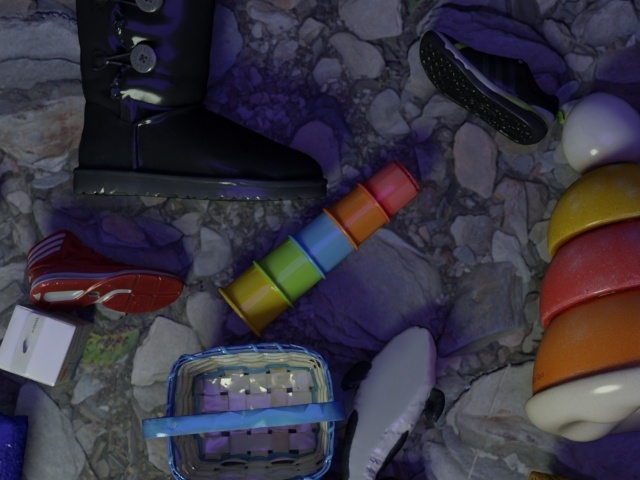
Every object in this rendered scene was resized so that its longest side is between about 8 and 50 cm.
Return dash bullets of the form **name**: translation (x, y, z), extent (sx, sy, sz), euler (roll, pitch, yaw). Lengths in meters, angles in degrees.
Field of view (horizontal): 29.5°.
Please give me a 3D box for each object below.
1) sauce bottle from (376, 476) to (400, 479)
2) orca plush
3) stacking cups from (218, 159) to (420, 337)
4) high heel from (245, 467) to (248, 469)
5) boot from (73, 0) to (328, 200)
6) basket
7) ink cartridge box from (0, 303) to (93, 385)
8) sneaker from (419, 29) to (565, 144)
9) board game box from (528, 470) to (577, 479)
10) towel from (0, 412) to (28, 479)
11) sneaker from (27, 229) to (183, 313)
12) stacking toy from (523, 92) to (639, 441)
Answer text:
- **sauce bottle**: translation (-0.036, 0.392, 1.654), extent (0.345, 0.111, 0.111), euler (-7, 88, -32)
- **orca plush**: translation (0.105, 0.266, 1.715), extent (0.151, 0.102, 0.287), euler (-1, 59, 16)
- **stacking cups**: translation (0.000, 0.000, 1.734), extent (0.316, 0.096, 0.096), euler (-42, 89, -2)
- **high heel**: translation (-0.266, 0.424, 1.732), extent (0.377, 0.127, 0.181), euler (-2, 67, 1)
- **boot**: translation (-0.164, -0.279, 1.705), extent (0.367, 0.146, 0.445), euler (3, 91, 1)
- **basket**: translation (-0.089, 0.237, 1.627), extent (0.255, 0.289, 0.201), euler (-4, 79, 3)
- **ink cartridge box**: translation (-0.388, 0.146, 1.705), extent (0.090, 0.143, 0.092), euler (19, 89, 1)
- **sneaker**: translation (0.249, -0.233, 1.761), extent (0.235, 0.084, 0.097), euler (40, 65, 0)
- **board game box**: translation (0.446, 0.538, 1.563), extent (0.357, 0.356, 0.356), euler (14, 88, -8)
- **towel**: translation (-0.535, 0.383, 1.714), extent (0.228, 0.076, 0.308), euler (8, 85, 10)
- **sneaker**: translation (-0.311, 0.032, 1.738), extent (0.221, 0.087, 0.128), euler (4, 43, -30)
- **stacking toy**: translation (0.422, 0.015, 1.658), extent (0.351, 0.350, 0.479), euler (-7, 73, 0)
